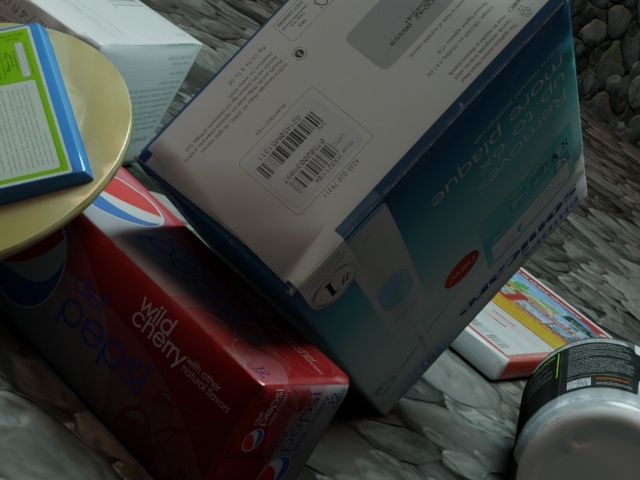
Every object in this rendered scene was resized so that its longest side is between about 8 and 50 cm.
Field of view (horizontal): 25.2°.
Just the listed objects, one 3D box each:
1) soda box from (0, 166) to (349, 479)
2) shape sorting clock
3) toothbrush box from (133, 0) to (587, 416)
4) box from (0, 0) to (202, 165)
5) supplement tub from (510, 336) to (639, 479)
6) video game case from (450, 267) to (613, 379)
[{"bbox_3d":[-0.109,0.033,0.809,0.263,0.083,0.092,40,18,29],"label":"soda box"},{"bbox_3d":[-0.205,-0.053,0.784,0.206,0.040,0.206,-1,44,1],"label":"shape sorting clock"},{"bbox_3d":[0.044,-0.037,0.875,0.126,0.216,0.295,41,-7,21],"label":"toothbrush box"},{"bbox_3d":[-0.218,-0.146,1.074,0.181,0.119,0.182,35,17,11],"label":"box"},{"bbox_3d":[0.194,0.136,0.990,0.117,0.117,0.190,32,17,2],"label":"supplement tub"},{"bbox_3d":[0.150,0.053,1.321,0.204,0.025,0.285,40,18,27],"label":"video game case"}]
